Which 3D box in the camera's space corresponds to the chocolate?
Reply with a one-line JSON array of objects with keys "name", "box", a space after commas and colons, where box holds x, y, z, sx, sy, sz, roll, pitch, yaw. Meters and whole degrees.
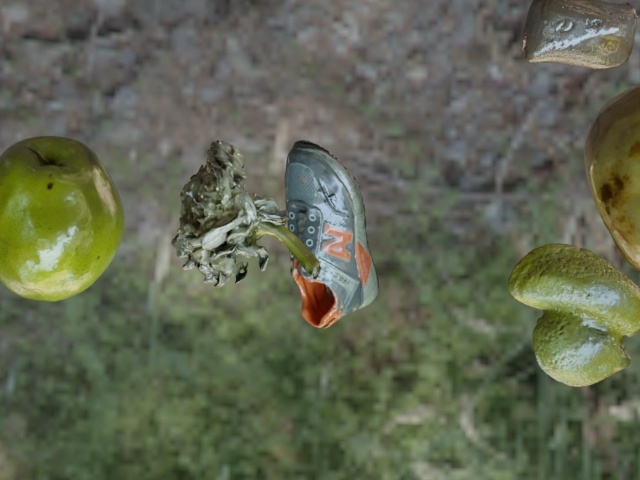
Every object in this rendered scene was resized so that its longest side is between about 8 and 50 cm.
[{"name": "chocolate", "box": [0.224, -0.175, 1.579, 0.101, 0.064, 0.031, 8, -168, -16]}]

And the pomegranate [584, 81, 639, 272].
[{"name": "pomegranate", "box": [0.370, -0.068, 1.839, 0.215, 0.215, 0.215, 2, 156, 1]}]

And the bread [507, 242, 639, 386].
[{"name": "bread", "box": [0.297, 0.089, 2.150, 0.188, 0.149, 0.065, 32, -179, -21]}]

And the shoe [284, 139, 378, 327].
[{"name": "shoe", "box": [-0.001, -0.001, 1.804, 0.074, 0.077, 0.194, 11, 130, 38]}]

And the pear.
[{"name": "pear", "box": [-0.320, -0.025, 2.223, 0.198, 0.198, 0.198, 2, 156, 1]}]

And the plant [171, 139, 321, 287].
[{"name": "plant", "box": [-0.051, -0.016, 1.432, 0.122, 0.116, 0.104, 19, 139, -2]}]
